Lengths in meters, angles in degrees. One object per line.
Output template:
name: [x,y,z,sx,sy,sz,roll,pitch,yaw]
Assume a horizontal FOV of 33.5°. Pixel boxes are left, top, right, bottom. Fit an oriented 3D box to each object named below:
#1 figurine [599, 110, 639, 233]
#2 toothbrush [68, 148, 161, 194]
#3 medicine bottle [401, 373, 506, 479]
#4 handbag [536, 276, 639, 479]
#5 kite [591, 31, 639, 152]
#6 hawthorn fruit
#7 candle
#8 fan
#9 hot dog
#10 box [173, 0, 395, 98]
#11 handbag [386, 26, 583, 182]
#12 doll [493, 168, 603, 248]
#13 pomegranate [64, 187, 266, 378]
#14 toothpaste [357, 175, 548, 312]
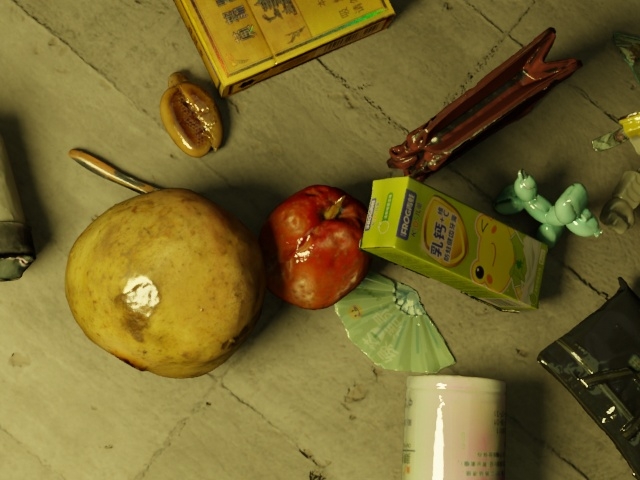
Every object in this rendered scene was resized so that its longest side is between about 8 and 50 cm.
figurine: [0.592,-0.077,1.691,0.309,0.143,0.308,0,90,14]
toothbrush: [-0.241,-0.064,1.631,0.321,0.031,0.023,28,50,-3]
medicine bottle: [0.195,0.329,1.564,0.152,0.152,0.253,5,80,-7]
handbag: [0.484,0.215,1.658,0.211,0.088,0.254,-40,87,-18]
kite: [0.592,-0.217,1.785,0.314,0.011,0.335,-29,85,-12]
hawthorn fruit: [0.000,0.000,1.566,0.179,0.200,0.179,10,57,-15]
candle: [-0.531,-0.087,1.516,0.188,0.187,0.330,-16,82,-10]
fan: [0.109,0.127,1.661,0.240,0.009,0.131,42,80,0]
hot dog: [-0.204,-0.195,1.648,0.090,0.060,0.140,-33,93,-16]
box: [-0.060,-0.373,1.682,0.302,0.084,0.192,-25,85,-11]
handbag: [0.240,-0.190,1.606,0.276,0.260,0.084,-35,89,-11]
doll: [0.359,-0.047,1.649,0.159,0.158,0.059,39,68,6]
pomegranate: [-0.216,0.059,1.492,0.281,0.281,0.281,1,80,-8]
toothpaste: [0.206,0.011,1.583,0.327,0.077,0.110,23,74,-36]
